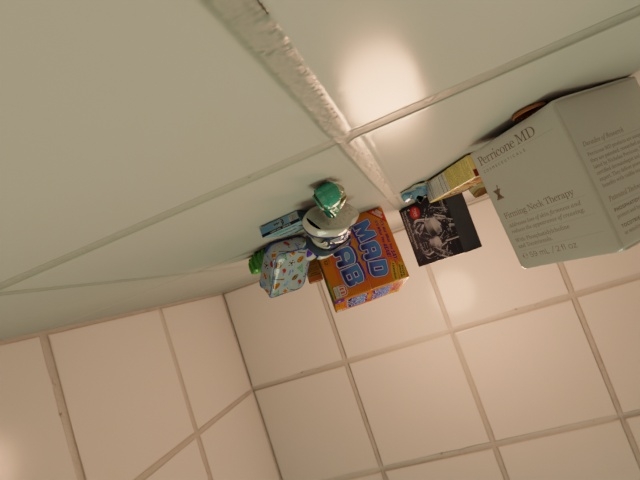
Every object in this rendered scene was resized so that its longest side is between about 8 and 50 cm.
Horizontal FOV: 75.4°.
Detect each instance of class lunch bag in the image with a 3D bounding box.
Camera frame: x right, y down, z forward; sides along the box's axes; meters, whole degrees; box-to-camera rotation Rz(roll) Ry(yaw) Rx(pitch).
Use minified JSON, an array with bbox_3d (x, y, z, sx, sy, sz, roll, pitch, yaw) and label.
[{"bbox_3d":[-0.159,0.126,1.965,0.243,0.115,0.303,-17,137,-37],"label":"lunch bag"}]

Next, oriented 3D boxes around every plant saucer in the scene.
[{"bbox_3d":[0.537,-0.334,1.069,0.083,0.013,0.083,-20,174,-2],"label":"plant saucer"}]

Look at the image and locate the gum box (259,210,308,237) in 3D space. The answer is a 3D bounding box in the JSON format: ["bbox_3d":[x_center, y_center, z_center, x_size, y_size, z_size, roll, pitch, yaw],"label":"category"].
[{"bbox_3d":[-0.100,-0.057,1.456,0.157,0.041,0.184,-23,173,24],"label":"gum box"}]

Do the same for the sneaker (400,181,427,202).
[{"bbox_3d":[0.382,-0.181,1.690,0.063,0.073,0.162,-18,174,-17],"label":"sneaker"}]

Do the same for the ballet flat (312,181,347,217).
[{"bbox_3d":[0.036,-0.116,1.184,0.087,0.083,0.247,-34,175,3],"label":"ballet flat"}]

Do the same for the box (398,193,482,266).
[{"bbox_3d":[0.641,-0.070,2.243,0.179,0.343,0.312,-13,171,-40],"label":"box"}]

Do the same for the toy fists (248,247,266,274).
[{"bbox_3d":[-0.282,0.098,2.071,0.142,0.096,0.279,-26,176,-27],"label":"toy fists"}]

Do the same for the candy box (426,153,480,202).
[{"bbox_3d":[0.545,-0.245,1.554,0.183,0.088,0.316,-18,173,-16],"label":"candy box"}]

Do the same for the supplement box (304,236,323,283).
[{"bbox_3d":[-0.056,0.100,2.114,0.078,0.233,0.080,-18,171,-3],"label":"supplement box"}]

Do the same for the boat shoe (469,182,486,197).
[{"bbox_3d":[0.859,-0.299,2.160,0.285,0.089,0.104,-17,148,-44],"label":"boat shoe"}]

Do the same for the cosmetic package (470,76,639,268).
[{"bbox_3d":[0.716,-0.174,1.170,0.327,0.394,0.329,-21,175,-20],"label":"cosmetic package"}]

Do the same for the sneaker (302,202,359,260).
[{"bbox_3d":[0.000,0.000,1.412,0.236,0.130,0.323,-57,165,27],"label":"sneaker"}]

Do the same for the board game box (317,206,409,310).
[{"bbox_3d":[0.180,0.109,2.036,0.356,0.357,0.356,-19,162,-4],"label":"board game box"}]
